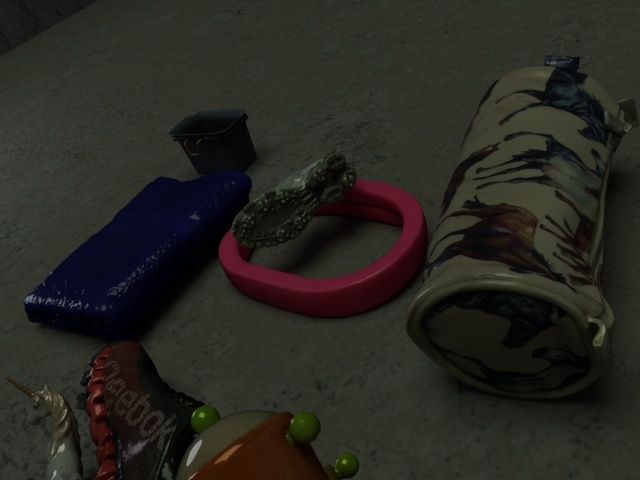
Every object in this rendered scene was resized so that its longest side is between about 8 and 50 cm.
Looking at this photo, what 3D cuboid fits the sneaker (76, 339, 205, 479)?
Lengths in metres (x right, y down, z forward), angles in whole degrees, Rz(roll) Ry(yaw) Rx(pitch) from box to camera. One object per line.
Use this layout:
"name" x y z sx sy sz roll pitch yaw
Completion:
"sneaker" -0.152 0.183 0.628 0.135 0.097 0.276 -25 35 -4

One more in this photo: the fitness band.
"fitness band" 0.000 0.000 0.844 0.291 0.054 0.209 11 45 41

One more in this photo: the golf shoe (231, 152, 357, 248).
"golf shoe" -0.038 -0.048 0.851 0.176 0.069 0.086 -32 15 -15

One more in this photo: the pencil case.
"pencil case" 0.213 -0.029 0.666 0.184 0.159 0.410 -17 30 35

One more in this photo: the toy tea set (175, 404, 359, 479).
"toy tea set" -0.118 0.228 0.447 0.336 0.200 0.124 -35 73 -14

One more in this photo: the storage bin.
"storage bin" -0.180 -0.162 1.143 0.135 0.091 0.098 3 40 34

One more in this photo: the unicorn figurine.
"unicorn figurine" -0.246 0.213 0.623 0.060 0.111 0.162 -5 30 -38

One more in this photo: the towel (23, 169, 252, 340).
"towel" -0.252 0.016 0.956 0.228 0.076 0.308 0 39 41
